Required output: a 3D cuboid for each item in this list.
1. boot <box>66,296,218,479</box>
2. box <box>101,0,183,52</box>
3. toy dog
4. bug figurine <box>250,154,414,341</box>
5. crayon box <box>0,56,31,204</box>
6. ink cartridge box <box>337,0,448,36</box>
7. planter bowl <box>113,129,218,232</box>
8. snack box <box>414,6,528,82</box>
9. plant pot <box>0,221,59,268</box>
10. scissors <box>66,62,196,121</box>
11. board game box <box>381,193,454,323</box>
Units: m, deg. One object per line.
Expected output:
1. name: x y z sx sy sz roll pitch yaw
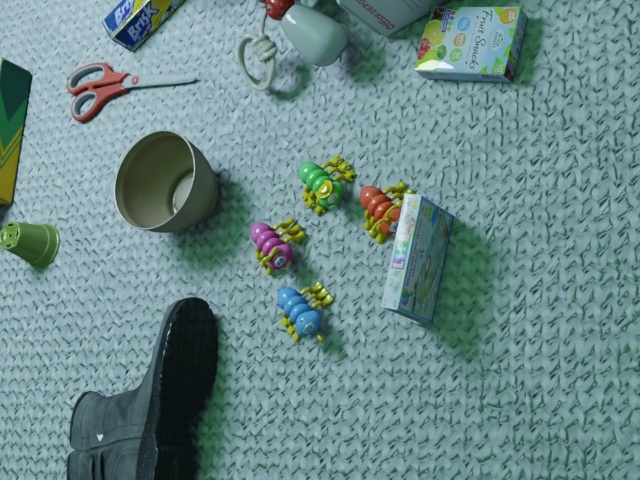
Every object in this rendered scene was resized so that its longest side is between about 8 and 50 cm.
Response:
1. boot: -0.289 0.245 1.544 0.223 0.118 0.338 0 72 38
2. box: -0.302 -0.413 1.774 0.169 0.059 0.054 -42 56 15
3. toy dog: -0.066 -0.416 1.558 0.220 0.161 0.333 -19 100 49
4. bug figurine: 0.000 0.000 1.454 0.279 0.072 0.216 -51 56 10
5. crayon box: -0.668 -0.174 1.921 0.202 0.081 0.318 -4 73 32
6. ink cartridge box: 0.131 -0.397 1.435 0.212 0.154 0.093 -29 67 23
7. planter bowl: -0.231 -0.081 1.600 0.162 0.109 0.162 -10 70 29
8. snack box: 0.211 -0.277 1.423 0.141 0.037 0.100 10 82 34
9. plant pot: -0.517 0.001 1.775 0.083 0.079 0.083 -9 72 30
10. scissors: -0.338 -0.289 1.783 0.297 0.021 0.108 -14 67 30
11. board game box: 0.131 0.026 1.344 0.026 0.103 0.154 7 79 34
